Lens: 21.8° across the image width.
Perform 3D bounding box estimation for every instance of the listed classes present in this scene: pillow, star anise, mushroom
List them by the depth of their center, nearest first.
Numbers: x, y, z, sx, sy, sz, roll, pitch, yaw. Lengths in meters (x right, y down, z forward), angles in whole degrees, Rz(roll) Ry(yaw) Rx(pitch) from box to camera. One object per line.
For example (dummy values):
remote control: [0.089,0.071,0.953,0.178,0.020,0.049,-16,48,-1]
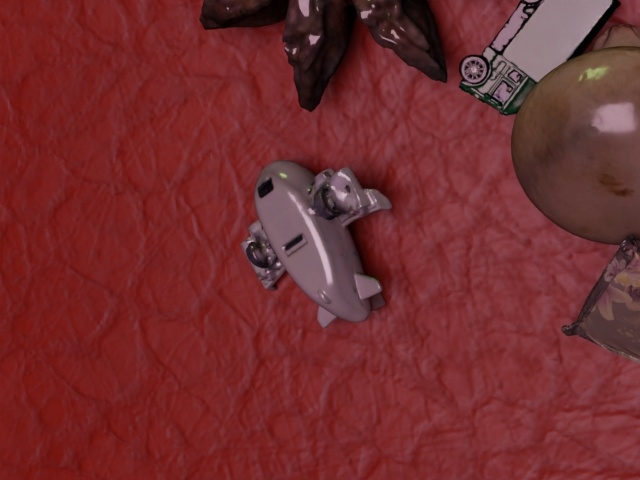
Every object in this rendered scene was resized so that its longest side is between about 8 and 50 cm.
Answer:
mushroom: [0.267,-0.102,1.428,0.204,0.204,0.204,2,96,19]
pillow: [0.350,0.082,1.434,0.255,0.059,0.169,26,144,6]
star anise: [0.020,-0.280,1.512,0.332,0.117,0.331,-1,88,21]

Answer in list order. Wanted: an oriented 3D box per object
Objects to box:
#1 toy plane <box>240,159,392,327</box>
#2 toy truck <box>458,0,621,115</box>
toy plane: [-0.002,0.000,1.567,0.174,0.080,0.174,12,111,32]
toy truck: [0.192,-0.179,1.491,0.079,0.065,0.147,41,105,9]
